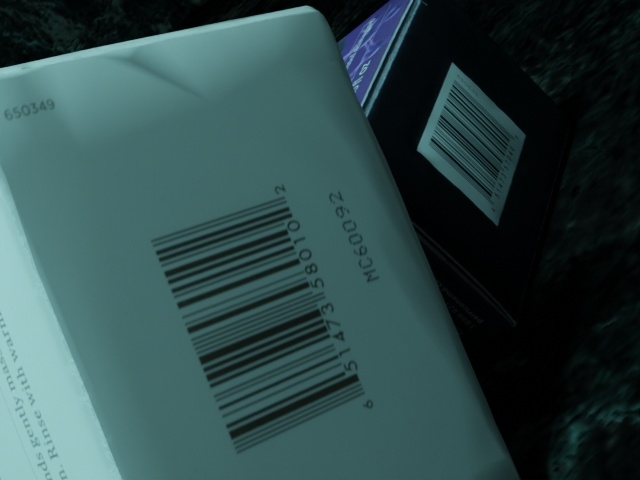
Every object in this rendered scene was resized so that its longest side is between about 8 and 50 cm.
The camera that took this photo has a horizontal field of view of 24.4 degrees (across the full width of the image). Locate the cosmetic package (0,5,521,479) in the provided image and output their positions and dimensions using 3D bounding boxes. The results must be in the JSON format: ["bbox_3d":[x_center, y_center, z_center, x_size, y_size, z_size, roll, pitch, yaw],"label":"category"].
[{"bbox_3d":[-0.126,0.075,0.581,0.155,0.197,0.366,-20,-3,-42],"label":"cosmetic package"}]

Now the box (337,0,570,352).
[{"bbox_3d":[0.000,0.000,0.704,0.207,0.108,0.153,-34,21,38],"label":"box"}]
